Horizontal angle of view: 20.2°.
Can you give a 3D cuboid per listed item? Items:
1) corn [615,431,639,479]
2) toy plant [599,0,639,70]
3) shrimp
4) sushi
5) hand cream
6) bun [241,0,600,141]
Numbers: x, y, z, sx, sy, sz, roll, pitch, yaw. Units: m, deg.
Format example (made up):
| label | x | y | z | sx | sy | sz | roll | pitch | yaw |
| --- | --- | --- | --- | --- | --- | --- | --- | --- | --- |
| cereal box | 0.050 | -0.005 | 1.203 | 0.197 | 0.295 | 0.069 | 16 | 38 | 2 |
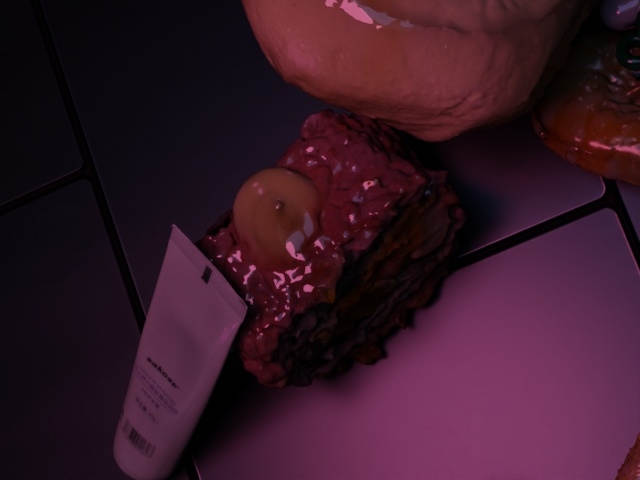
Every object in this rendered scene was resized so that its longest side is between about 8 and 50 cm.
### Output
| label | x | y | z | sx | sy | sz | roll | pitch | yaw |
| --- | --- | --- | --- | --- | --- | --- | --- | --- | --- |
| corn | 0.406 | 0.270 | 1.535 | 0.347 | 0.130 | 0.130 | 26 | 90 | -10 |
| toy plant | 0.385 | -0.211 | 1.662 | 0.243 | 0.112 | 0.232 | -40 | 60 | -15 |
| shrimp | 0.336 | -0.113 | 1.705 | 0.287 | 0.063 | 0.152 | 24 | 76 | 20 |
| sushi | 0.000 | 0.000 | 1.704 | 0.270 | 0.236 | 0.171 | -46 | 63 | 10 |
| hand cream | -0.141 | 0.125 | 1.711 | 0.067 | 0.321 | 0.109 | -26 | 63 | -34 |
| bun | 0.078 | -0.220 | 1.675 | 0.364 | 0.364 | 0.202 | 34 | 127 | 19 |
